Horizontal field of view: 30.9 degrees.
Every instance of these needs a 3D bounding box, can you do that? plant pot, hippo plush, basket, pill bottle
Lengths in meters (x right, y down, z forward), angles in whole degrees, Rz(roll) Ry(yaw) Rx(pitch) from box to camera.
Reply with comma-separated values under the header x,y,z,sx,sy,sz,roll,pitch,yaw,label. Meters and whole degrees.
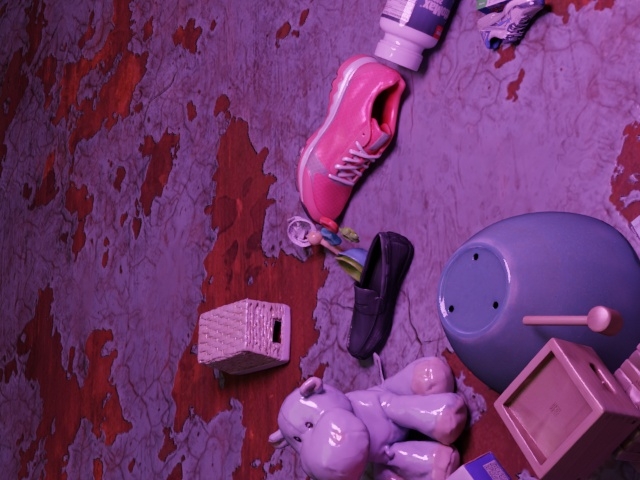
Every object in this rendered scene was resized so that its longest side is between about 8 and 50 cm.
x,y,z,sx,sy,sz,roll,pitch,yaw,label
0.277,0.085,1.618,0.290,0.195,0.290,-20,63,46,plant pot
0.065,0.265,1.781,0.234,0.237,0.294,-56,43,23,hippo plush
-0.146,0.181,2.169,0.167,0.103,0.113,-21,62,46,basket
0.162,-0.386,1.976,0.108,0.108,0.180,33,105,50,pill bottle

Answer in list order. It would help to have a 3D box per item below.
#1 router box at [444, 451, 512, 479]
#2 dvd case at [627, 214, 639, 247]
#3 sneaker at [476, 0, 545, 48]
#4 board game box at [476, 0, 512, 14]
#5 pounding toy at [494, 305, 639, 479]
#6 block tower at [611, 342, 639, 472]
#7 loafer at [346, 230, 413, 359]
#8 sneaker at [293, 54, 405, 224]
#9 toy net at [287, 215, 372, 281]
x,y,z,sx,sy,sz,roll,pitch,yaw,label
0.214,0.509,1.556,0.301,0.082,0.335,-47,68,30,router box
0.476,-0.023,1.556,0.119,0.013,0.087,-45,47,33,dvd case
0.308,-0.343,1.841,0.135,0.052,0.058,-24,70,53,sneaker
0.337,-0.448,1.842,0.201,0.035,0.136,-10,71,49,board game box
0.325,0.170,1.465,0.206,0.094,0.181,-54,42,25,pounding toy
0.466,0.144,1.451,0.335,0.097,0.091,-57,41,23,block tower
0.084,0.090,1.940,0.076,0.078,0.223,25,98,51,loafer
0.055,-0.170,2.031,0.136,0.116,0.313,25,98,49,sneaker
0.000,0.000,2.039,0.232,0.122,0.045,22,70,46,toy net
